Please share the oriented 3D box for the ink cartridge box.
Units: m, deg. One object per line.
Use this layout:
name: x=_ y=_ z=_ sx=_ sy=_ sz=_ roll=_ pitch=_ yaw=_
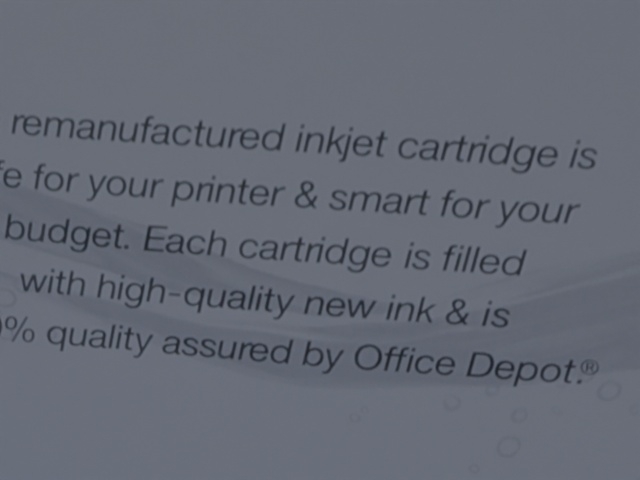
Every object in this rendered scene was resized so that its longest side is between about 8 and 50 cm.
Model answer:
ink cartridge box: x=0.000 y=0.000 z=0.430 sx=0.207 sy=0.283 sz=0.117 roll=4 pitch=-153 yaw=8
